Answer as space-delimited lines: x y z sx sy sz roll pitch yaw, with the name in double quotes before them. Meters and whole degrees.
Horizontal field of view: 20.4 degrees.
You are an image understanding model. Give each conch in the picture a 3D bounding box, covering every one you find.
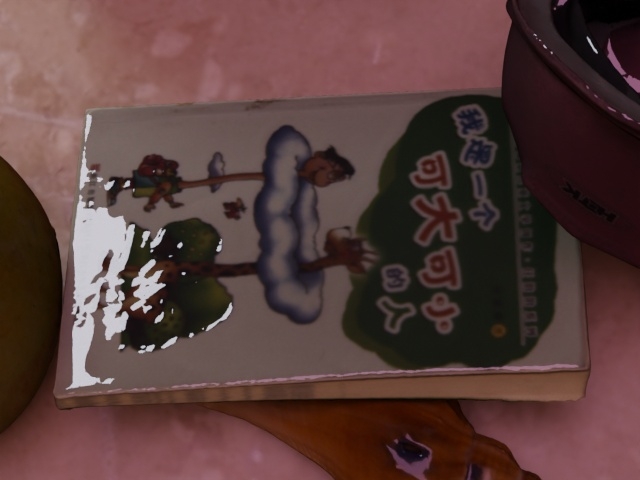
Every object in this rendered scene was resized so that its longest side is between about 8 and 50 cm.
"conch" 0.028 0.137 1.254 0.330 0.093 0.109 21 86 11

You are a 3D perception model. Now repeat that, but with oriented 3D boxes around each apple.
"apple" -0.306 0.029 1.261 0.261 0.194 0.260 -2 74 7

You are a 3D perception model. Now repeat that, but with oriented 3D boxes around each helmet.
"helmet" 0.242 -0.086 1.194 0.271 0.197 0.338 36 45 14

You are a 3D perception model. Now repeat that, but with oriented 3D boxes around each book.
"book" 0.000 0.000 1.277 0.371 0.043 0.260 -3 55 5
